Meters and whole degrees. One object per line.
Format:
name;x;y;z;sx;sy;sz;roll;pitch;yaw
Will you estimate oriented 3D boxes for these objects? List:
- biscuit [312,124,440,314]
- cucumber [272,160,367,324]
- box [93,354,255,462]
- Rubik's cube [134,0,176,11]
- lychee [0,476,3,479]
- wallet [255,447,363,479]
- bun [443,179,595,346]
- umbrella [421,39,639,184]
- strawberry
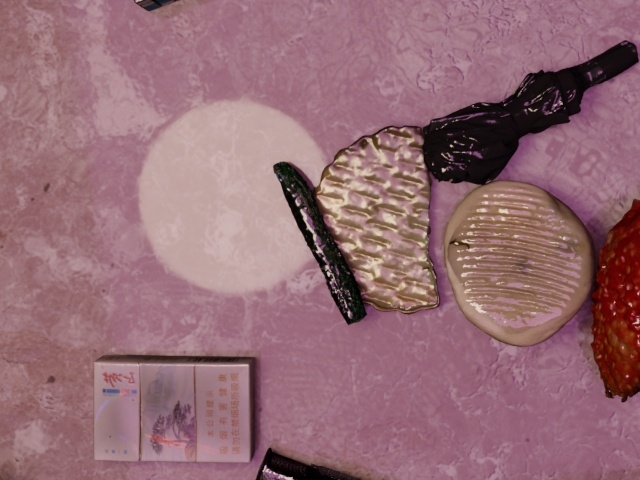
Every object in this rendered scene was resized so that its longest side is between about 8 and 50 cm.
biscuit;0.075;-0.028;1.764;0.187;0.036;0.273;-2;93;4
cucumber;0.000;0.000;1.737;0.044;0.043;0.256;-26;87;4
box;-0.214;0.245;1.786;0.233;0.067;0.149;0;93;5
Rubik's cube;-0.229;-0.390;1.740;0.092;0.092;0.092;-20;92;5
lychee;-0.629;0.346;1.730;0.320;0.270;0.270;38;96;30
wallet;-0.015;0.458;1.785;0.221;0.071;0.262;18;101;3
bun;0.280;0.034;1.713;0.210;0.116;0.237;-4;78;7
umbrella;0.298;-0.185;1.712;0.340;0.118;0.118;-30;90;-6
strawberry;0.427;0.069;1.640;0.138;0.233;0.306;27;97;-7
